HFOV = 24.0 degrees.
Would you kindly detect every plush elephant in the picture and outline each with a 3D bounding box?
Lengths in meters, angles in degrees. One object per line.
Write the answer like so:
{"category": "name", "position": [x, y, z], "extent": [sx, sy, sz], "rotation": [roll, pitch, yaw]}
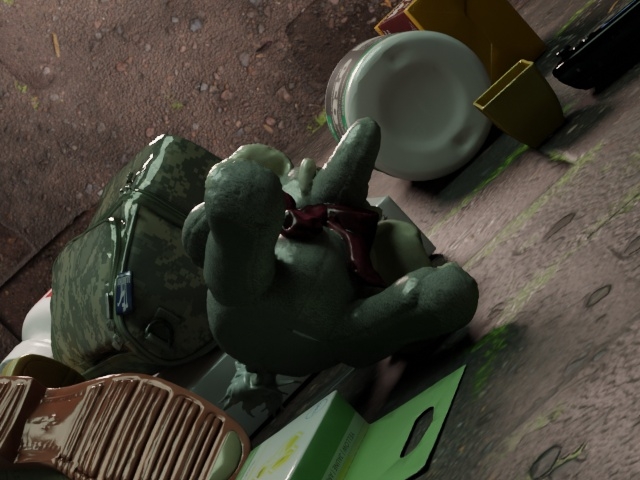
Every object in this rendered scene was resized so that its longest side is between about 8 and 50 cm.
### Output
{"category": "plush elephant", "position": [0.000, 0.000, 1.490], "extent": [0.330, 0.272, 0.255], "rotation": [122, 168, -51]}

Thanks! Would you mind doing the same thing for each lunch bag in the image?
{"category": "lunch bag", "position": [-0.197, 0.049, 1.798], "extent": [0.305, 0.212, 0.256], "rotation": [-28, 35, 62]}

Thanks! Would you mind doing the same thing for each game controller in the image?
{"category": "game controller", "position": [0.408, -0.297, 1.783], "extent": [0.319, 0.067, 0.166], "rotation": [-39, 10, 21]}

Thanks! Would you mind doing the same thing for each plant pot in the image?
{"category": "plant pot", "position": [0.243, -0.157, 1.789], "extent": [0.081, 0.083, 0.081], "rotation": [-42, 9, 5]}

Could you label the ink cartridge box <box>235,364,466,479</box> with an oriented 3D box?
{"category": "ink cartridge box", "position": [0.007, 0.188, 1.290], "extent": [0.235, 0.056, 0.171], "rotation": [-40, 8, 30]}

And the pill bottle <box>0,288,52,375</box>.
{"category": "pill bottle", "position": [-0.363, 0.142, 2.586], "extent": [0.229, 0.229, 0.408], "rotation": [-33, 13, 47]}

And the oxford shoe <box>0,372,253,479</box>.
{"category": "oxford shoe", "position": [-0.230, 0.234, 1.620], "extent": [0.397, 0.146, 0.140], "rotation": [5, 51, 31]}

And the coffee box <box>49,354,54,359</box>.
{"category": "coffee box", "position": [-0.384, 0.291, 2.165], "extent": [0.119, 0.168, 0.297], "rotation": [-37, 11, 36]}

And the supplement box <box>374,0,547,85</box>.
{"category": "supplement box", "position": [0.213, -0.314, 2.323], "extent": [0.129, 0.191, 0.194], "rotation": [-44, 8, -9]}

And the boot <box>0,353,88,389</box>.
{"category": "boot", "position": [-0.346, 0.225, 1.843], "extent": [0.203, 0.262, 0.095], "rotation": [-2, 56, 38]}

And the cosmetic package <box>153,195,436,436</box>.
{"category": "cosmetic package", "position": [-0.056, 0.107, 1.819], "extent": [0.377, 0.097, 0.284], "rotation": [-44, 7, -9]}

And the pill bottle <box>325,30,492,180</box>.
{"category": "pill bottle", "position": [0.115, -0.196, 2.156], "extent": [0.204, 0.204, 0.361], "rotation": [-43, 8, 0]}
